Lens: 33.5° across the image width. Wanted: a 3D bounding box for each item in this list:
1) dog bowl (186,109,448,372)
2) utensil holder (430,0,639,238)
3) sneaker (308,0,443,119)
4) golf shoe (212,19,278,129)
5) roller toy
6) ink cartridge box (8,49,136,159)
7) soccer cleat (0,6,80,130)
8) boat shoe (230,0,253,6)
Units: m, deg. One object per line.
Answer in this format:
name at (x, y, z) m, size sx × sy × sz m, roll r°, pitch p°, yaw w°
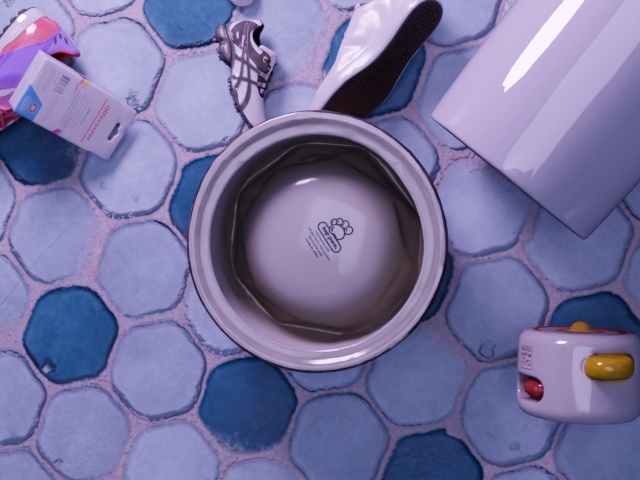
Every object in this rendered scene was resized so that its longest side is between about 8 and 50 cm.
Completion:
dog bowl at (0.000, 0.000, 1.709) m, size 0.408 × 0.150 × 0.408 m, roll 0°, pitch 93°, yaw 8°
utensil holder at (0.395, -0.243, 1.573) m, size 0.327 × 0.327 × 0.385 m, roll 40°, pitch 99°, yaw 4°
sneaker at (0.072, -0.304, 1.739) m, size 0.290 × 0.106 × 0.123 m, roll -47°, pitch 50°, yaw 14°
golf shoe at (-0.109, -0.272, 1.757) m, size 0.094 × 0.077 × 0.198 m, roll -17°, pitch 91°, yaw 7°
roller toy at (0.400, 0.198, 1.645) m, size 0.191 × 0.209 × 0.146 m, roll 1°, pitch 91°, yaw 27°
ink cartridge box at (-0.413, -0.224, 1.779) m, size 0.181 × 0.061 × 0.104 m, roll 30°, pitch 97°, yaw -33°
soccer cleat at (-0.540, -0.241, 1.801) m, size 0.116 × 0.108 × 0.318 m, roll 39°, pitch 93°, yaw 1°
boat shoe at (-0.152, -0.481, 1.762) m, size 0.066 × 0.063 × 0.184 m, roll -10°, pitch 90°, yaw 7°
